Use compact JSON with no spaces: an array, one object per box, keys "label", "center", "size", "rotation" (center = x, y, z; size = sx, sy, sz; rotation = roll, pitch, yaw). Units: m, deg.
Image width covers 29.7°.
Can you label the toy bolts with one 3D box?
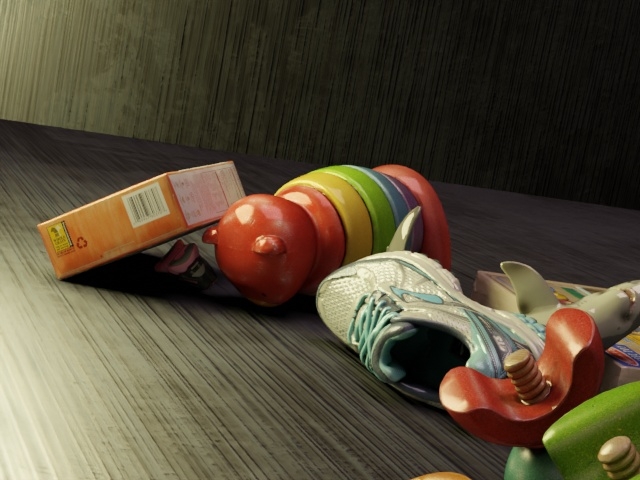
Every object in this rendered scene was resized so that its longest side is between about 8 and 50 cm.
[{"label":"toy bolts","center":[0.132,0.168,0.665],"size":[0.218,0.158,0.228],"rotation":[-28,16,11]}]

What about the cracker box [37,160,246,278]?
[{"label":"cracker box","center":[-0.186,-0.027,1.329],"size":[0.155,0.067,0.232],"rotation":[-21,1,14]}]

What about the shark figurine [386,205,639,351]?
[{"label":"shark figurine","center":[0.167,0.087,1.167],"size":[0.278,0.166,0.116],"rotation":[15,-24,20]}]

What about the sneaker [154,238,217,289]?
[{"label":"sneaker","center":[-0.145,0.032,1.331],"size":[0.057,0.047,0.119],"rotation":[41,-8,-17]}]

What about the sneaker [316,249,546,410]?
[{"label":"sneaker","center":[0.081,0.079,1.075],"size":[0.122,0.110,0.283],"rotation":[-2,15,-42]}]

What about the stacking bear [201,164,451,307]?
[{"label":"stacking bear","center":[0.000,0.000,1.344],"size":[0.175,0.164,0.289],"rotation":[17,16,37]}]

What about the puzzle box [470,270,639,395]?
[{"label":"puzzle box","center":[0.354,0.117,1.325],"size":[0.272,0.052,0.409],"rotation":[8,10,-14]}]
